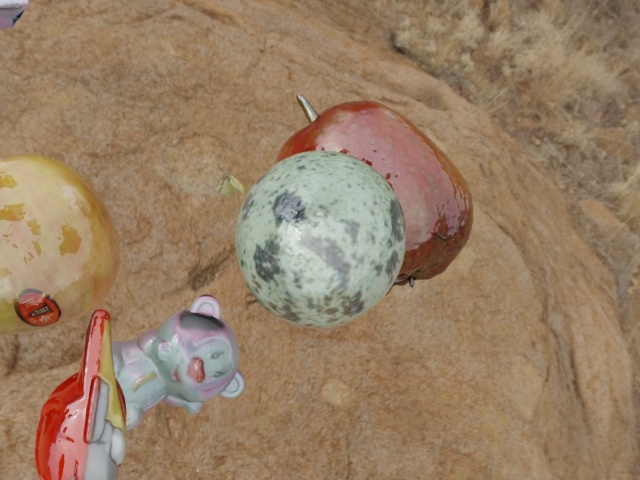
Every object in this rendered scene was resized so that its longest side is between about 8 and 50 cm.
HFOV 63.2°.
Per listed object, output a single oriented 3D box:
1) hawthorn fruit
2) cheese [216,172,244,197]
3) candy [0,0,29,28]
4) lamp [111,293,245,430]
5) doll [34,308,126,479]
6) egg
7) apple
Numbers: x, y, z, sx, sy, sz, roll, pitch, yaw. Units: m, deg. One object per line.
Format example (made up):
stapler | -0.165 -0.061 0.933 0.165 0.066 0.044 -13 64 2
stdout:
hawthorn fruit | 0.055 -0.083 0.814 0.285 0.285 0.369 -30 78 -23
cheese | -0.237 -0.142 1.366 0.060 0.084 0.041 39 53 -31
candy | -0.423 -0.286 0.571 0.160 0.073 0.092 -34 103 -53
lamp | -0.332 0.270 1.159 0.301 0.247 0.247 -19 97 -11
doll | -0.161 0.143 0.346 0.057 0.109 0.169 14 38 -24
egg | 0.000 0.000 0.398 0.132 0.172 0.132 1 109 3
apple | -0.627 -0.001 1.072 0.391 0.391 0.346 -7 106 -16
